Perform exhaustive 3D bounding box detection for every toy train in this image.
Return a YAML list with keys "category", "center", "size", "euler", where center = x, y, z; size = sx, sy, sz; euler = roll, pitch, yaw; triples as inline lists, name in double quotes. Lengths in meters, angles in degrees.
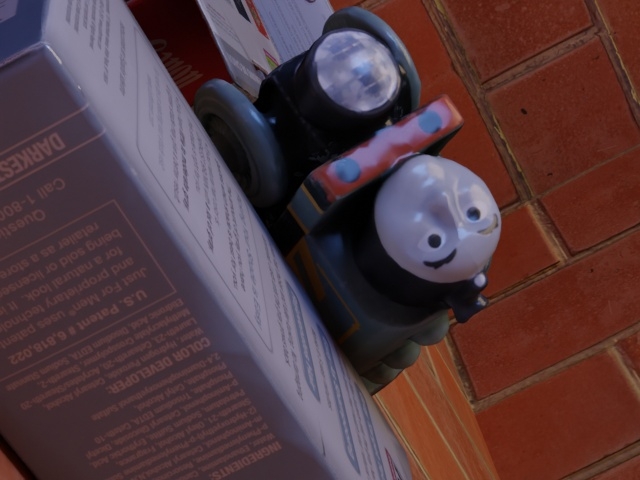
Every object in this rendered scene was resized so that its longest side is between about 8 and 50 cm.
- category: "toy train"
  center: [0.000, 0.000, 0.836]
  size: [0.190, 0.142, 0.334]
  euler: [54, -26, 6]

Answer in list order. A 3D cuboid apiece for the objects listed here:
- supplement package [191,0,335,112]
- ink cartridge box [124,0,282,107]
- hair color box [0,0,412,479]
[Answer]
- category: "supplement package"
  center: [-0.058, -0.134, 1.167]
  size: [0.105, 0.179, 0.105]
  euler: [65, 7, 17]
- category: "ink cartridge box"
  center: [-0.137, -0.179, 0.953]
  size: [0.271, 0.130, 0.309]
  euler: [63, 7, 7]
- category: "hair color box"
  center: [-0.068, 0.052, 0.643]
  size: [0.374, 0.114, 0.185]
  euler: [58, 8, -28]
